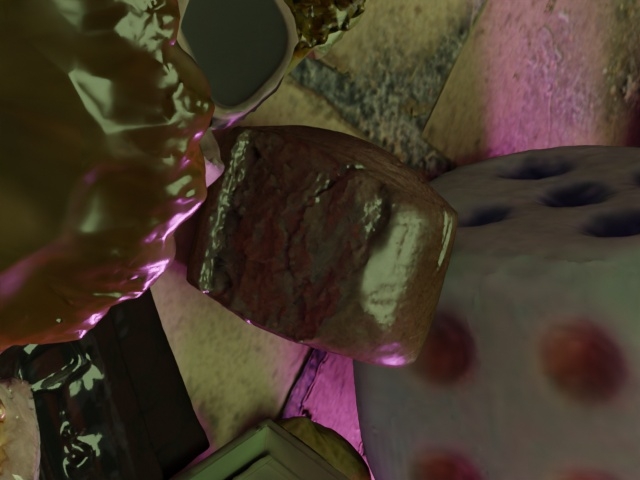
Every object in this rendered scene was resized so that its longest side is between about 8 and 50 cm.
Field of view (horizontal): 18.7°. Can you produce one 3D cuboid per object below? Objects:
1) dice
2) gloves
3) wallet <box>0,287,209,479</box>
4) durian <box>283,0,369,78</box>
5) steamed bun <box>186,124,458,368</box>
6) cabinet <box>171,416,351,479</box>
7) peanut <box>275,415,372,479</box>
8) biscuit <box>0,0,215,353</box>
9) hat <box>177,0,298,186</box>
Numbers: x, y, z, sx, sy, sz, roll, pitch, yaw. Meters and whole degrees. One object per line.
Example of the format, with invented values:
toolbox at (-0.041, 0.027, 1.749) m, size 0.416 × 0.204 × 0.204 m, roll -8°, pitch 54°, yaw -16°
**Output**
dice at (0.194, 0.088, 1.448) m, size 0.265 × 0.263 × 0.268 m, roll -35°, pitch 123°, yaw -53°
gloves at (-0.216, 0.133, 1.142) m, size 0.094 × 0.144 × 0.110 m, roll -6°, pitch 87°, yaw -55°
wallet at (-0.168, 0.096, 1.252) m, size 0.182 × 0.049 × 0.229 m, roll -36°, pitch 128°, yaw -30°
durian at (-0.019, -0.156, 1.289) m, size 0.140 × 0.078 × 0.224 m, roll 39°, pitch 75°, yaw -48°
steamed bun at (0.000, 0.000, 1.306) m, size 0.106 × 0.175 × 0.144 m, roll -23°, pitch 132°, yaw -73°
cabinet at (-0.043, 0.264, 1.345) m, size 0.150 × 0.145 × 0.206 m, roll -32°, pitch 143°, yaw -36°
peanut at (0.002, 0.203, 1.464) m, size 0.089 × 0.089 × 0.192 m, roll -44°, pitch 129°, yaw -28°
biscuit at (-0.225, -0.081, 0.974) m, size 0.329 × 0.078 × 0.335 m, roll -12°, pitch 112°, yaw 3°
hat at (-0.128, -0.139, 1.131) m, size 0.232 × 0.161 × 0.275 m, roll 54°, pitch 41°, yaw -56°
